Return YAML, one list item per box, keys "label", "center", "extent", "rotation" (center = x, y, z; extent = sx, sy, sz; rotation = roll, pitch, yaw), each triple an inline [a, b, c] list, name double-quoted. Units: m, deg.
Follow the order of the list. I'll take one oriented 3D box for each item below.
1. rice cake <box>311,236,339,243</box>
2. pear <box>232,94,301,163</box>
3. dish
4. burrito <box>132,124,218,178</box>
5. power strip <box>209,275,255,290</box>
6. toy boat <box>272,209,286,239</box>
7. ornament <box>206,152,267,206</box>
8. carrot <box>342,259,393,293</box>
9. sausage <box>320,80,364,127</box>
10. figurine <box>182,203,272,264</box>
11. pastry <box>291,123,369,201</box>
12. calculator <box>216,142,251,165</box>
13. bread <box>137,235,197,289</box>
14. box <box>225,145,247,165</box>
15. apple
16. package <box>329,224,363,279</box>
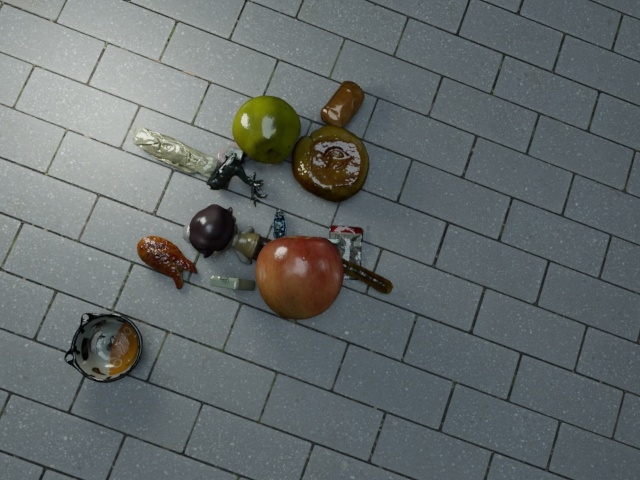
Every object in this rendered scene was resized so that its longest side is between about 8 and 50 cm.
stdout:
- label: "rice cake"
  center: [0.000, 0.000, 1.929]
  extent: [0.171, 0.033, 0.029]
  rotation: [2, 89, 7]
- label: "pear"
  center: [-0.228, -0.480, 1.865]
  extent: [0.294, 0.294, 0.294]
  rotation: [0, 83, -4]
- label: "dish"
  center: [-0.856, 0.430, 1.787]
  extent: [0.303, 0.120, 0.302]
  rotation: [0, 83, -4]
- label: "burrito"
  center: [-0.642, -0.384, 1.918]
  extent: [0.392, 0.076, 0.117]
  rotation: [23, 94, -3]
- label: "power strip"
  center: [-0.353, 0.176, 1.785]
  extent: [0.118, 0.270, 0.046]
  rotation: [5, 83, 8]
- label: "toy boat"
  center: [-0.180, -0.066, 1.923]
  extent: [0.060, 0.061, 0.137]
  rotation: [3, 82, -3]
- label: "ornament"
  center: [-0.353, -0.233, 1.902]
  extent: [0.236, 0.080, 0.202]
  rotation: [41, 110, -19]
- label: "carrot"
  center: [0.172, 0.145, 1.908]
  extent: [0.314, 0.066, 0.066]
  rotation: [26, 82, -6]
- label: "sausage"
  center: [0.101, -0.615, 1.978]
  extent: [0.136, 0.120, 0.241]
  rotation: [34, 82, -14]
- label: "figurine"
  center: [-0.383, -0.021, 1.872]
  extent: [0.365, 0.206, 0.218]
  rotation: [20, 105, -26]
- label: "pastry"
  center: [0.044, -0.336, 1.922]
  extent: [0.356, 0.164, 0.355]
  rotation: [0, 80, -2]
- label: "calculator"
  center: [-0.378, -0.385, 1.961]
  extent: [0.175, 0.032, 0.100]
  rotation: [-31, 86, -8]
- label: "bread"
  center: [-0.655, 0.082, 1.857]
  extent: [0.269, 0.095, 0.139]
  rotation: [41, 90, -2]
- label: "box"
  center: [-0.371, -0.373, 1.911]
  extent: [0.085, 0.063, 0.060]
  rotation: [20, 82, -3]
- label: "apple"
  center: [-0.083, 0.145, 1.753]
  extent: [0.364, 0.364, 0.363]
  rotation: [0, 83, -4]
- label: "package"
  center: [0.112, 0.054, 1.943]
  extent: [0.154, 0.030, 0.239]
  rotation: [4, 86, -5]
